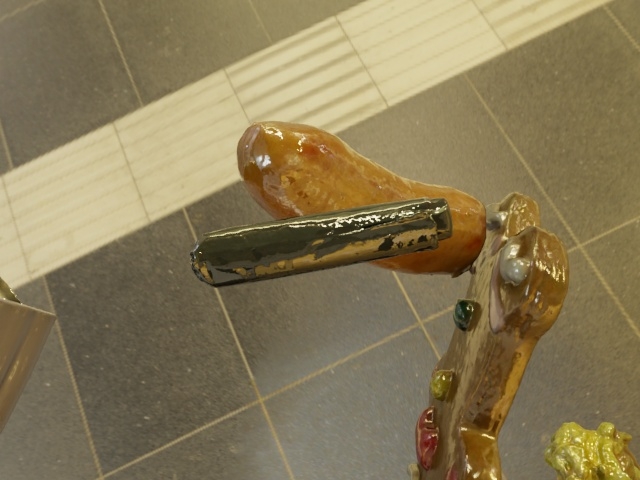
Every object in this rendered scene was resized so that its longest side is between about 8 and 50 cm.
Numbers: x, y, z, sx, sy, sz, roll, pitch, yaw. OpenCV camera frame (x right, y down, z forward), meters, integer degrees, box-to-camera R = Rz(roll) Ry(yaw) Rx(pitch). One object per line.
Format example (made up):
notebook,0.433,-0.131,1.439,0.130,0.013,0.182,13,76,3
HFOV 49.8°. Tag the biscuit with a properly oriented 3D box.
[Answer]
biscuit,0.139,0.170,0.708,0.064,0.283,0.431,16,107,2

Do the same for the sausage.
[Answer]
sausage,0.039,-0.036,0.651,0.109,0.271,0.108,-32,48,43

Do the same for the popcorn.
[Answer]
popcorn,0.465,0.401,1.149,0.156,0.198,0.197,-14,66,25

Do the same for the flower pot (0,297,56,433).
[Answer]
flower pot,-0.401,0.138,0.585,0.265,0.265,0.243,14,77,15

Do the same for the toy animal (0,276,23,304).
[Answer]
toy animal,-0.515,0.092,0.822,0.249,0.174,0.289,-4,35,33

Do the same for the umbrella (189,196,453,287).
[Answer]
umbrella,0.000,0.000,0.350,0.133,0.031,0.036,-9,26,6
